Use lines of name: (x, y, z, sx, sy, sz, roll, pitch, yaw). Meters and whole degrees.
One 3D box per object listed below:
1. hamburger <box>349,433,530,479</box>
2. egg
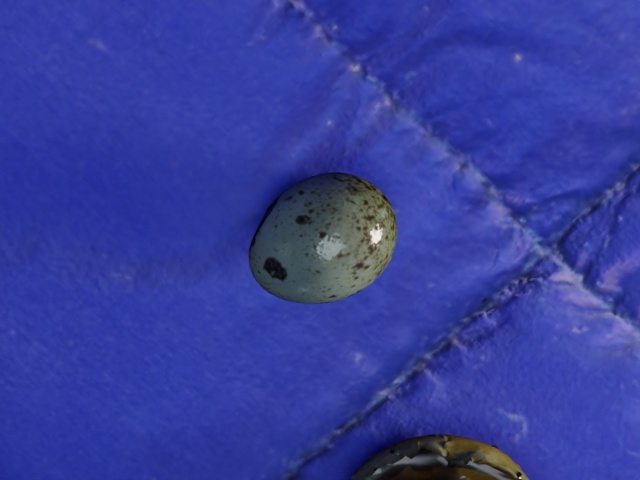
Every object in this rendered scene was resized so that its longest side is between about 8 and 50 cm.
hamburger: (0.092, 0.235, 1.395, 0.177, 0.113, 0.185, -39, 112, 13)
egg: (0.000, 0.000, 1.313, 0.110, 0.085, 0.085, -22, 110, 31)
